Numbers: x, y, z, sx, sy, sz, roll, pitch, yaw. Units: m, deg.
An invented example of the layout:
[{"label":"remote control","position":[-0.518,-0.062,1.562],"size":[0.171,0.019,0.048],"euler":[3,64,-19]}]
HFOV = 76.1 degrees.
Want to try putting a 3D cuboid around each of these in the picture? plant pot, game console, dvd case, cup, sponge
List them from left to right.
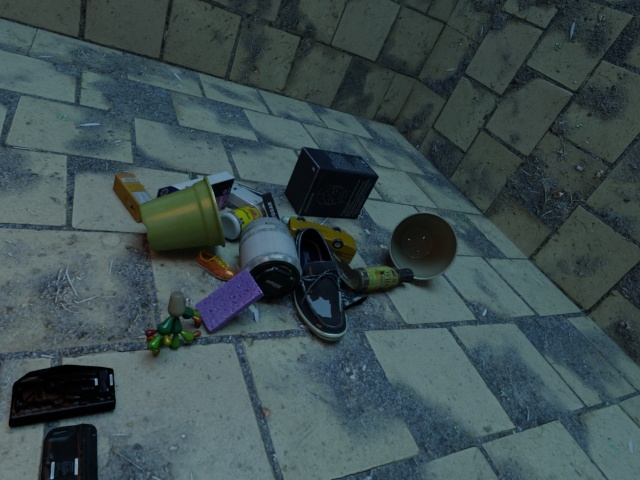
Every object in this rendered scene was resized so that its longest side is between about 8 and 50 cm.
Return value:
[{"label":"game console","position":[-0.580,0.440,0.924],"size":[0.213,0.044,0.361],"euler":[2,39,-31]},{"label":"plant pot","position":[-0.509,-0.076,1.498],"size":[0.254,0.276,0.276],"euler":[-15,47,-17]},{"label":"sponge","position":[-0.302,0.198,1.355],"size":[0.210,0.031,0.117],"euler":[-36,58,-10]},{"label":"dvd case","position":[-0.383,-0.207,1.999],"size":[0.164,0.018,0.221],"euler":[19,34,-10]},{"label":"cup","position":[0.507,0.018,2.090],"size":[0.331,0.331,0.237],"euler":[28,6,2]}]

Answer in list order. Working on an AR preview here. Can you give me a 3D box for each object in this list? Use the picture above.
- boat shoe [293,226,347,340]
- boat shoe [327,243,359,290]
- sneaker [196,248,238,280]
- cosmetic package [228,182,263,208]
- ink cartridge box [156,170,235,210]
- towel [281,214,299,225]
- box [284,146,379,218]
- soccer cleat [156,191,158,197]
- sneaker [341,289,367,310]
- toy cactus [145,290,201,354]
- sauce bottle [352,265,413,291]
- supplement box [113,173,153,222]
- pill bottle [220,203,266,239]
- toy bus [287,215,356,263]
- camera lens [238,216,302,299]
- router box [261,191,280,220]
[{"label":"boat shoe","position":[-0.011,0.152,1.595],"size":[0.187,0.156,0.500],"euler":[1,49,-21]},{"label":"boat shoe","position":[0.064,0.129,1.775],"size":[0.095,0.095,0.257],"euler":[-1,45,-49]},{"label":"sneaker","position":[-0.385,0.094,1.528],"size":[0.175,0.067,0.064],"euler":[28,31,-2]},{"label":"cosmetic package","position":[-0.394,-0.215,1.931],"size":[0.239,0.060,0.099],"euler":[29,34,6]},{"label":"ink cartridge box","position":[-0.521,-0.171,1.701],"size":[0.069,0.176,0.371],"euler":[39,34,17]},{"label":"towel","position":[-0.111,-0.071,1.998],"size":[0.113,0.023,0.152],"euler":[-8,46,-41]},{"label":"box","position":[0.057,-0.299,2.188],"size":[0.395,0.293,0.212],"euler":[2,40,-35]},{"label":"soccer cleat","position":[-0.665,-0.175,1.724],"size":[0.072,0.060,0.179],"euler":[16,26,0]},{"label":"sneaker","position":[0.111,0.234,1.695],"size":[0.170,0.051,0.089],"euler":[-18,54,-35]},{"label":"toy cactus","position":[-0.431,0.233,1.209],"size":[0.112,0.180,0.219],"euler":[19,22,27]},{"label":"sauce bottle","position":[0.286,0.167,1.863],"size":[0.344,0.111,0.111],"euler":[-3,43,-36]},{"label":"supplement box","position":[-0.744,-0.174,1.640],"size":[0.080,0.078,0.233],"euler":[-10,48,-47]},{"label":"pill bottle","position":[-0.332,-0.088,1.775],"size":[0.117,0.117,0.215],"euler":[37,33,15]},{"label":"toy bus","position":[0.000,0.000,1.876],"size":[0.333,0.130,0.108],"euler":[15,35,-18]},{"label":"camera lens","position":[-0.196,0.070,1.554],"size":[0.219,0.219,0.274],"euler":[11,35,-24]},{"label":"router box","position":[-0.216,-0.125,1.829],"size":[0.046,0.179,0.133],"euler":[-19,10,-7]}]
